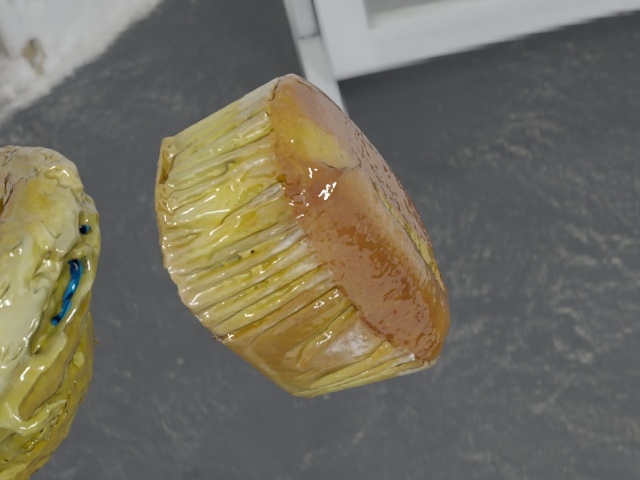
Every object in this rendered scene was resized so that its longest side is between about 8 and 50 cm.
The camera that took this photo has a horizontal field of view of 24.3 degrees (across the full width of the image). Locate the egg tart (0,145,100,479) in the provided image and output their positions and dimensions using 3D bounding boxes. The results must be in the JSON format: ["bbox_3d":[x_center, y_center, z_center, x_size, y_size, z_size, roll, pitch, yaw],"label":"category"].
[{"bbox_3d":[-0.306,0.099,1.161,0.388,0.169,0.388,-28,34,20],"label":"egg tart"}]

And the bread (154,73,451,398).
[{"bbox_3d":[0.000,0.000,1.208,0.156,0.288,0.204,-22,45,20],"label":"bread"}]
